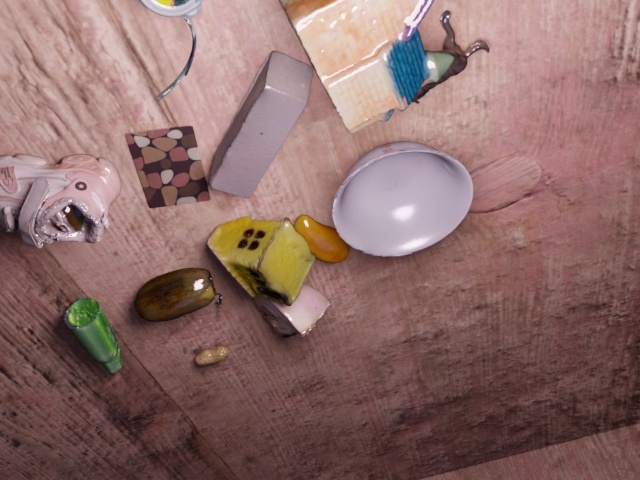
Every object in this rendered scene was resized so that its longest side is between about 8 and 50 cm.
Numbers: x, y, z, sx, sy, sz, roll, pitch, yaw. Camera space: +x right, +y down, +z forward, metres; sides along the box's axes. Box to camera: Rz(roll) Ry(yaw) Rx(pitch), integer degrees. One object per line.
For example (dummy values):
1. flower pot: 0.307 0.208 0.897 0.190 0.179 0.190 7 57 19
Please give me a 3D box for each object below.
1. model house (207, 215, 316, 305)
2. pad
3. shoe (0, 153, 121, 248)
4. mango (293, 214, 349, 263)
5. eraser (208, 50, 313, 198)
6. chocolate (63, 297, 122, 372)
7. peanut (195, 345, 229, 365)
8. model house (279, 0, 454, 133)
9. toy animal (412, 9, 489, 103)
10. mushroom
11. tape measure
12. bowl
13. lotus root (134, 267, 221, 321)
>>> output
1. model house: -0.165 0.039 1.722 0.234 0.175 0.193 13 153 37
2. pad: -0.360 -0.172 1.576 0.158 0.003 0.235 -8 136 -3
3. shoe: -0.632 -0.082 1.473 0.350 0.198 0.172 -10 133 -3
4. mango: 0.000 0.000 1.767 0.184 0.085 0.102 32 123 -29
5. eraser: -0.140 -0.253 1.490 0.111 0.077 0.353 15 130 -28
6. chocolate: -0.649 0.291 1.922 0.110 0.110 0.291 -9 138 -2
7. peanut: -0.343 0.365 2.090 0.113 0.054 0.054 -16 136 1
8. model house: 0.104 -0.411 1.276 0.280 0.245 0.312 -28 135 5
9. toy animal: 0.248 -0.387 1.444 0.232 0.085 0.148 -34 148 15
10. mushroom: -0.084 0.169 1.907 0.162 0.173 0.236 -39 -175 -22
11. tape measure: -0.305 -0.432 1.265 0.163 0.084 0.330 15 129 -21
12. bowl: 0.188 -0.133 1.617 0.345 0.157 0.346 -6 136 -5
13. lotus root: -0.399 0.150 1.806 0.240 0.124 0.123 -19 151 5
